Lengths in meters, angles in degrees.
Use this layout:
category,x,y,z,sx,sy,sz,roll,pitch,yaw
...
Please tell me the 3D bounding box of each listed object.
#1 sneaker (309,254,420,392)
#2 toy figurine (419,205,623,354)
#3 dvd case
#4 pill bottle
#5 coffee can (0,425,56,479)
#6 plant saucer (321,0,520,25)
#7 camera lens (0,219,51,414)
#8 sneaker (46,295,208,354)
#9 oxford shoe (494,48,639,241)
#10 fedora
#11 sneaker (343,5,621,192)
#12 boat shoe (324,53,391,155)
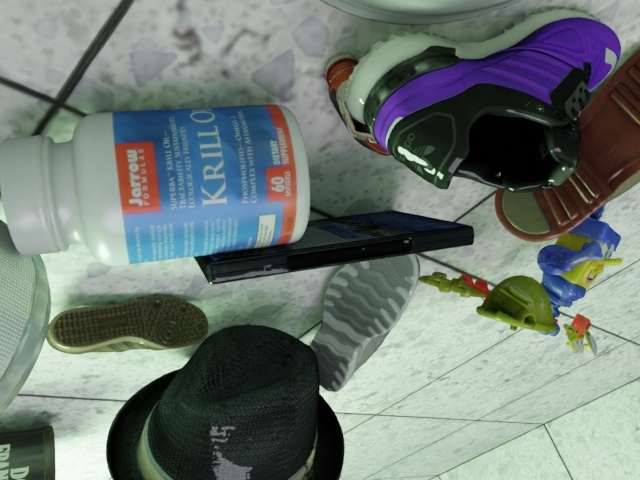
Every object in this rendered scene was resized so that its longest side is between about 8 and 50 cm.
category,x,y,z,sx,sy,sz,roll,pitch,yaw
sneaker,0.063,0.098,0.810,0.115,0.105,0.281,-34,160,-48
toy figurine,0.328,0.019,0.801,0.362,0.191,0.217,17,102,-49
dvd case,0.000,0.000,0.571,0.253,0.180,0.022,-8,100,-17
pill bottle,-0.129,-0.045,0.459,0.221,0.124,0.124,-8,144,-18
coffee can,-0.534,0.385,0.791,0.275,0.201,0.201,2,140,-29
plant saucer,0.121,-0.275,0.285,0.400,0.100,0.400,-14,146,-10
camera lens,-0.346,0.030,0.371,0.219,0.219,0.274,-22,146,3
sneaker,-0.237,0.106,0.690,0.188,0.066,0.071,5,162,-32
oxford shoe,0.351,-0.127,0.625,0.348,0.123,0.130,-34,170,19
fedora,-0.103,0.211,0.725,0.334,0.334,0.152,3,114,-30
sneaker,0.174,-0.107,0.474,0.293,0.146,0.102,-19,148,-26
boat shoe,0.046,-0.115,0.521,0.049,0.043,0.137,-30,146,12
